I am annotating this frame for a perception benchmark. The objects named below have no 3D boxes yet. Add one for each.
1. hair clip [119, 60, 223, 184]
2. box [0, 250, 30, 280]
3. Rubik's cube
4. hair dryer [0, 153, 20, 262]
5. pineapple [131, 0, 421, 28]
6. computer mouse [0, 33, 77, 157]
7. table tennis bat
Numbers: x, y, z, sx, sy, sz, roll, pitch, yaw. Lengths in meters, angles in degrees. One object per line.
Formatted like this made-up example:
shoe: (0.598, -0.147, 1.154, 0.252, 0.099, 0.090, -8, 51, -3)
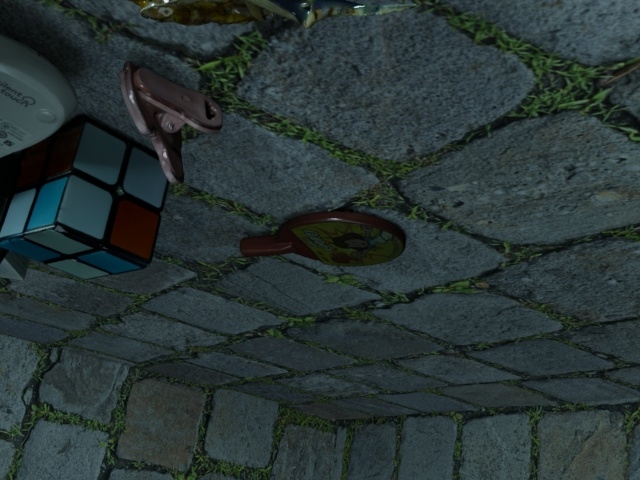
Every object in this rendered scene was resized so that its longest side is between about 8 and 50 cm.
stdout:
hair clip: (-0.204, -0.149, 0.921, 0.138, 0.123, 0.102, 20, 128, -38)
box: (-0.695, -0.001, 1.508, 0.135, 0.079, 0.269, 9, 158, -2)
Rubik's cube: (-0.353, -0.056, 1.105, 0.183, 0.180, 0.167, -13, 150, 40)
hair dryer: (-0.627, -0.059, 1.161, 0.302, 0.244, 0.116, 26, 151, -3)
pineapple: (-0.085, -0.227, 0.603, 0.334, 0.158, 0.161, 7, 158, 4)
computer mouse: (-0.435, -0.182, 0.914, 0.296, 0.121, 0.184, -24, 142, 32)
table tennis bat: (0.000, 0.000, 1.304, 0.310, 0.038, 0.200, -5, 153, 24)
